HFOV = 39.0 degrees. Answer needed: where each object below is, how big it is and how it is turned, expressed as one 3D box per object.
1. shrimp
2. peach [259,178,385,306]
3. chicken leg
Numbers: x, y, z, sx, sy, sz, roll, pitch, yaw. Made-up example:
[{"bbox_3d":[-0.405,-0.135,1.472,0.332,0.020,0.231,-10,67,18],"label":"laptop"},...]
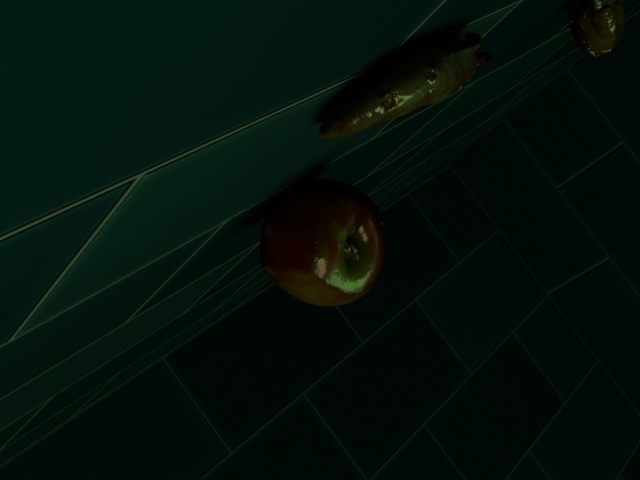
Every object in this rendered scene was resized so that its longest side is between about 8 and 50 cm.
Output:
[{"bbox_3d":[0.103,-0.172,0.995,0.154,0.062,0.294,-23,-176,44],"label":"shrimp"},{"bbox_3d":[0.000,0.000,1.283,0.197,0.197,0.197,-37,176,-3],"label":"peach"},{"bbox_3d":[0.450,-0.371,1.450,0.087,0.107,0.251,-20,172,11],"label":"chicken leg"}]
